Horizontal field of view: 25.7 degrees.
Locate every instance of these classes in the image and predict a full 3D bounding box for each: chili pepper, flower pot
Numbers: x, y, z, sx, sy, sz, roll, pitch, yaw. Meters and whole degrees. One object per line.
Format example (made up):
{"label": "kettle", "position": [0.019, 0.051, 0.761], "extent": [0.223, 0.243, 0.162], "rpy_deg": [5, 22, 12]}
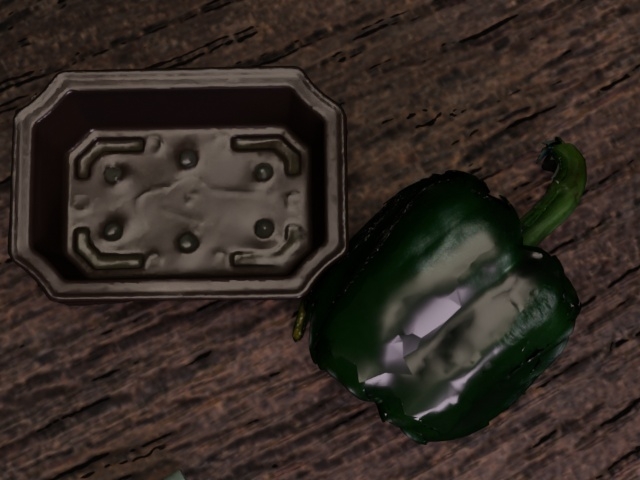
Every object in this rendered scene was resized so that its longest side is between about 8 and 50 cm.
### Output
{"label": "chili pepper", "position": [0.112, 0.022, 1.037], "extent": [0.174, 0.165, 0.261], "rpy_deg": [42, 85, 14]}
{"label": "flower pot", "position": [-0.104, -0.035, 1.069], "extent": [0.251, 0.084, 0.179], "rpy_deg": [-1, 79, 1]}

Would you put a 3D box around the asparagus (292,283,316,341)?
{"label": "asparagus", "position": [0.000, 0.000, 1.109], "extent": [0.016, 0.013, 0.166], "rpy_deg": [15, 81, -11]}

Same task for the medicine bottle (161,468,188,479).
{"label": "medicine bottle", "position": [-0.131, 0.210, 1.051], "extent": [0.083, 0.047, 0.047], "rpy_deg": [-32, 84, -7]}
